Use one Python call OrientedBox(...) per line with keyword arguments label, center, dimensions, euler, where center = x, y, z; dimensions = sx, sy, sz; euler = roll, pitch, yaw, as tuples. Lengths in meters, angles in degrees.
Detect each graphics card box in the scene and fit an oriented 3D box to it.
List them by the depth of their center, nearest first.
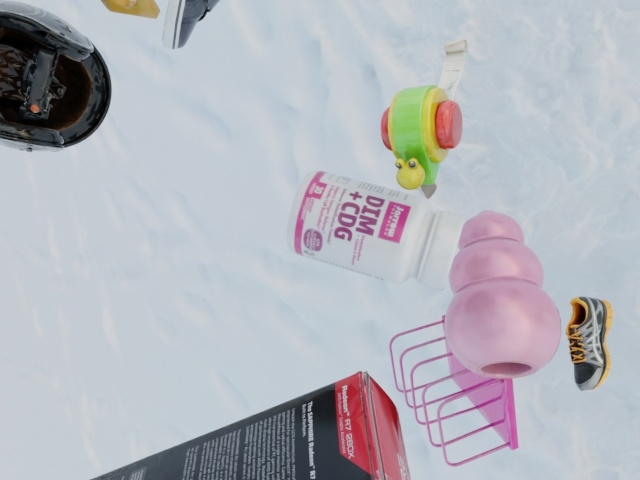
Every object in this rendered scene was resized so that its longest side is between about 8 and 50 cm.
OrientedBox(label="graphics card box", center=(-0.088, 0.293, 0.465), dimensions=(0.370, 0.094, 0.233), euler=(-26, 39, 16))

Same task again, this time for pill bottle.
OrientedBox(label="pill bottle", center=(0.097, -0.016, 0.924), dimensions=(0.283, 0.160, 0.160), euler=(16, 109, 13))

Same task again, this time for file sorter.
OrientedBox(label="file sorter", center=(0.303, 0.352, 1.243), dimensions=(0.291, 0.182, 0.202), euler=(-127, 22, -66))

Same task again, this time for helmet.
OrientedBox(label="helmet", center=(-0.321, -0.176, 0.569), dimensions=(0.161, 0.169, 0.170), euler=(-139, 52, -67))

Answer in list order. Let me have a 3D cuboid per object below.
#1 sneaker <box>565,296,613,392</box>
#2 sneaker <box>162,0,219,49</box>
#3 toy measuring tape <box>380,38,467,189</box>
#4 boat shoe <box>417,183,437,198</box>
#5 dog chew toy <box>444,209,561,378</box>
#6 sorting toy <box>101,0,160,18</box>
OrientedBox(label="sneaker", center=(0.573, 0.221, 1.133), dimensions=(0.084, 0.083, 0.215), euler=(135, 154, -64))
OrientedBox(label="sneaker", center=(-0.204, -0.504, 0.968), dimensions=(0.126, 0.127, 0.321), euler=(-129, 55, -64))
OrientedBox(label="toy measuring tape", center=(0.167, -0.222, 0.792), dimensions=(0.121, 0.121, 0.330), euler=(-8, 53, 45))
OrientedBox(label="boat shoe", center=(0.274, -0.166, 1.417), dimensions=(0.059, 0.170, 0.063), euler=(38, 84, 25))
OrientedBox(label="dog chew toy", center=(0.339, 0.089, 1.009), dimensions=(0.206, 0.206, 0.332), euler=(-31, 46, 43))
OrientedBox(label="sorting toy", center=(-0.237, -0.280, 0.386), dimensions=(0.196, 0.347, 0.047), euler=(11, 74, 27))
